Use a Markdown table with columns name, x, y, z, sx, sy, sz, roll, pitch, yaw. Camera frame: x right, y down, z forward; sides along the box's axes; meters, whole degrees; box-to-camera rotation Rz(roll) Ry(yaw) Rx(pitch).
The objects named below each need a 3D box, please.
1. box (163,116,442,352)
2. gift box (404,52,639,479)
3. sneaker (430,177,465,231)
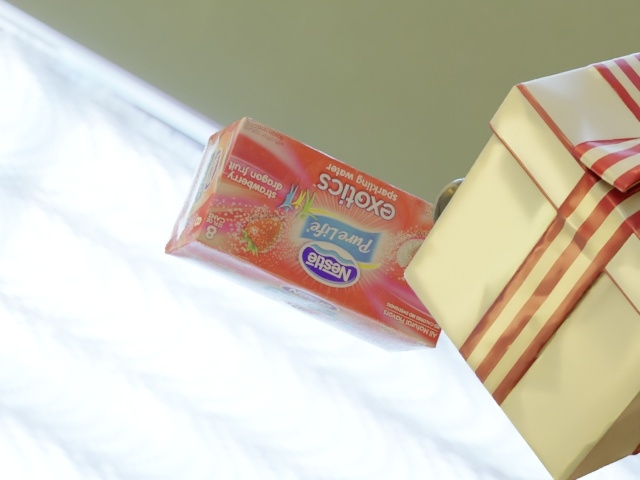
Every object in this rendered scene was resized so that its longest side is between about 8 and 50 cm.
| name | x | y | z | sx | sy | sz | roll | pitch | yaw |
| --- | --- | --- | --- | --- | --- | --- | --- | --- | --- |
| box | 0.000 | 0.000 | 2.012 | 0.154 | 0.300 | 0.142 | -68 | 16 | -12 |
| gift box | 0.265 | 0.014 | 1.378 | 0.255 | 0.276 | 0.258 | -23 | -27 | -39 |
| sneaker | 0.196 | 0.058 | 1.687 | 0.106 | 0.267 | 0.101 | -21 | 8 | 43 |
